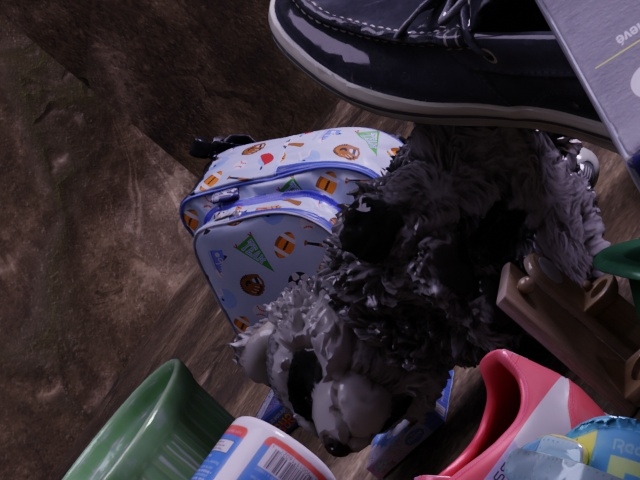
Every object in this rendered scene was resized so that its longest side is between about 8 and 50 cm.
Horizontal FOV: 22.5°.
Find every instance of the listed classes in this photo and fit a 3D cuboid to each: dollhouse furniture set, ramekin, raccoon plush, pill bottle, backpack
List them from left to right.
[{"bbox_3d":[-0.209,0.304,1.918,0.303,0.148,0.303,-49,9,10],"label":"ramekin"},{"bbox_3d":[-0.091,0.285,1.496,0.221,0.124,0.124,-53,9,-20],"label":"pill bottle"},{"bbox_3d":[0.000,0.000,1.790,0.263,0.276,0.213,-19,28,20],"label":"backpack"},{"bbox_3d":[0.116,-0.002,1.417,0.446,0.216,0.299,-48,6,-35],"label":"raccoon plush"},{"bbox_3d":[0.222,0.003,1.110,0.151,0.123,0.144,-46,10,26],"label":"dollhouse furniture set"}]

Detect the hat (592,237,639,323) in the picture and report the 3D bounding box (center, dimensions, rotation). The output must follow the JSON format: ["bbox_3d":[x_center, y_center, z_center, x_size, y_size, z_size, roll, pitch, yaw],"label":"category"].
[{"bbox_3d":[0.245,0.094,0.943,0.208,0.184,0.173,-8,8,-21],"label":"hat"}]

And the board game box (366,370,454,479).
[{"bbox_3d":[0.083,0.164,1.472,0.090,0.020,0.090,-47,10,25],"label":"board game box"}]

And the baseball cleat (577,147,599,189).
[{"bbox_3d":[0.185,-0.012,1.534,0.206,0.072,0.109,-48,16,45],"label":"baseball cleat"}]

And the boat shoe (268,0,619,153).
[{"bbox_3d":[0.160,-0.172,1.197,0.500,0.156,0.187,18,49,39],"label":"boat shoe"}]

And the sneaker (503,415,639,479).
[{"bbox_3d":[0.118,0.191,0.740,0.208,0.127,0.319,-64,9,5],"label":"sneaker"}]

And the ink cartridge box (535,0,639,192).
[{"bbox_3d":[0.282,-0.152,0.885,0.303,0.072,0.307,-31,46,12],"label":"ink cartridge box"}]

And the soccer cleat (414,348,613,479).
[{"bbox_3d":[0.080,0.212,0.980,0.318,0.116,0.108,-54,10,-27],"label":"soccer cleat"}]

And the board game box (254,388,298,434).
[{"bbox_3d":[-0.006,0.147,1.927,0.136,0.035,0.201,-42,12,41],"label":"board game box"}]
